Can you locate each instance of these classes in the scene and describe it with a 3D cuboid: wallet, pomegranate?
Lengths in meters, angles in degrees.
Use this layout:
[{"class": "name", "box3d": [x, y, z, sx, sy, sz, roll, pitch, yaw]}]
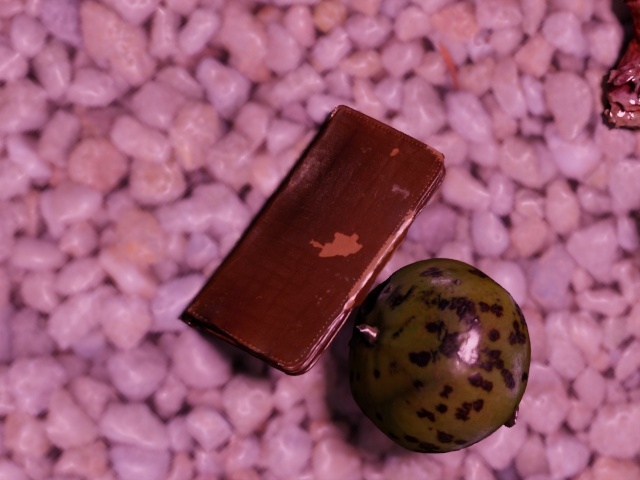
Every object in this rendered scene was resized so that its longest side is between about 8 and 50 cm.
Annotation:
[{"class": "wallet", "box3d": [0.000, 0.000, 0.953, 0.095, 0.026, 0.176, 26, 69, 25]}, {"class": "pomegranate", "box3d": [0.085, 0.078, 0.948, 0.161, 0.122, 0.122, 26, 73, -43]}]

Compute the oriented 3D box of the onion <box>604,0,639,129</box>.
[{"class": "onion", "box3d": [0.319, -0.230, 1.039, 0.267, 0.159, 0.349, 26, 74, -10]}]
